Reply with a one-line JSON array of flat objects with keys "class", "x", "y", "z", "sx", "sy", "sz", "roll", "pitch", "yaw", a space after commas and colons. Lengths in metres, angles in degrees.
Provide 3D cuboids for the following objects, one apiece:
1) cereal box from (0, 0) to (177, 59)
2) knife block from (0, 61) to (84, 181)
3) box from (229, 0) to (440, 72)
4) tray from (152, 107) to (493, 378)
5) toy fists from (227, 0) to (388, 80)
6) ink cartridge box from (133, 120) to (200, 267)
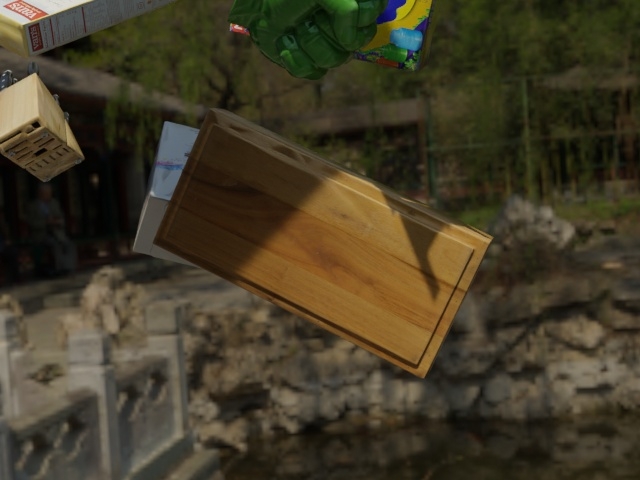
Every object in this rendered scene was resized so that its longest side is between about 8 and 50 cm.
[{"class": "cereal box", "x": -0.291, "y": -0.290, "z": 1.306, "sx": 0.173, "sy": 0.047, "sz": 0.240, "roll": 29, "pitch": 45, "yaw": 35}, {"class": "knife block", "x": -0.517, "y": -0.235, "z": 1.975, "sx": 0.088, "sy": 0.242, "sz": 0.275, "roll": -30, "pitch": -14, "yaw": 2}, {"class": "box", "x": 0.045, "y": -0.418, "z": 1.642, "sx": 0.279, "sy": 0.289, "sz": 0.177, "roll": 13, "pitch": 14, "yaw": 8}, {"class": "tray", "x": 0.000, "y": 0.000, "z": 1.515, "sx": 0.411, "sy": 0.202, "sz": 0.076, "roll": 26, "pitch": 10, "yaw": 10}, {"class": "toy fists", "x": 0.019, "y": -0.285, "z": 1.122, "sx": 0.142, "sy": 0.279, "sz": 0.096, "roll": 29, "pitch": 30, "yaw": -3}, {"class": "ink cartridge box", "x": -0.202, "y": -0.067, "z": 1.729, "sx": 0.127, "sy": 0.176, "sz": 0.128, "roll": 15, "pitch": -45, "yaw": -11}]
